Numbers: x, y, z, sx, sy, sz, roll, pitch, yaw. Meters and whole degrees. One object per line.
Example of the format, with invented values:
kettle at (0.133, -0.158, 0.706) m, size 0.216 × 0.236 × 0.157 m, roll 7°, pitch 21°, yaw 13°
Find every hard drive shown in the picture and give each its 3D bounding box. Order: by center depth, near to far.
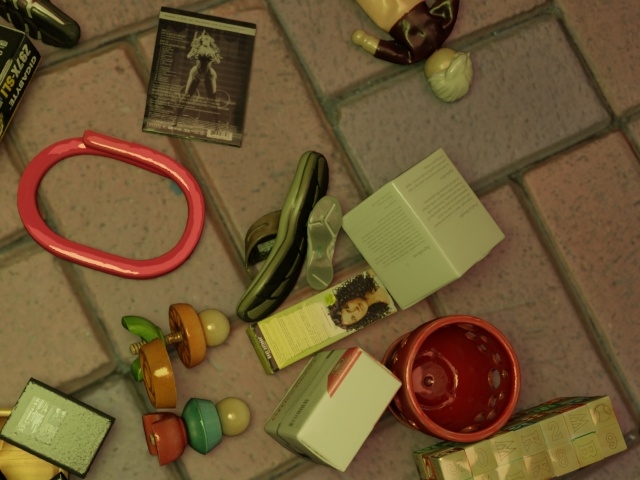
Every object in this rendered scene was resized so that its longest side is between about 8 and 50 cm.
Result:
hard drive at (-0.374, 0.267, 1.263) m, size 0.135 × 0.022 × 0.094 m, roll 28°, pitch 74°, yaw -6°

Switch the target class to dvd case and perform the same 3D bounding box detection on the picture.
dvd case at (-0.202, -0.274, 1.487) m, size 0.164 × 0.018 × 0.221 m, roll 8°, pitch 78°, yaw -10°

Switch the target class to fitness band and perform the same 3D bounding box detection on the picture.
fitness band at (-0.328, -0.054, 1.401) m, size 0.291 × 0.054 × 0.209 m, roll 18°, pitch 78°, yaw -8°

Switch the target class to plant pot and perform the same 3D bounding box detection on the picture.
plant pot at (0.196, 0.220, 1.400) m, size 0.191 × 0.174 × 0.191 m, roll 3°, pitch 78°, yaw -12°

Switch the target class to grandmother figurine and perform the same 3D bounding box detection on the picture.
grandmother figurine at (0.154, -0.394, 1.558) m, size 0.208 × 0.104 × 0.342 m, roll -36°, pitch 92°, yaw 11°

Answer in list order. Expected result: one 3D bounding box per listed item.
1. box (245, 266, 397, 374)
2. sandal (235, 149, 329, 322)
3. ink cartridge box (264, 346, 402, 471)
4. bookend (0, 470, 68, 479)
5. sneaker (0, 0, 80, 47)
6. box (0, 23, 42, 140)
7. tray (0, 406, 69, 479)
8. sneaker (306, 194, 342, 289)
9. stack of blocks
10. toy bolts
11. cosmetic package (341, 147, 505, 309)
box at (0.002, 0.129, 1.434) m, size 0.232 × 0.058 × 0.087 m, roll -26°, pitch 85°, yaw -16°
sandal at (-0.070, -0.007, 1.430) m, size 0.086 × 0.120 × 0.303 m, roll 16°, pitch 72°, yaw 16°
ink cartridge box at (0.013, 0.249, 1.329) m, size 0.092 × 0.218 × 0.158 m, roll 39°, pitch 73°, yaw -9°
bookend at (-0.411, 0.356, 1.211) m, size 0.156 × 0.072 × 0.157 m, roll -37°, pitch 88°, yaw -18°
sneaker at (-0.478, -0.439, 1.413) m, size 0.281 × 0.106 × 0.162 m, roll 31°, pitch 71°, yaw -5°
box at (-0.617, -0.230, 1.312) m, size 0.322 × 0.079 × 0.257 m, roll 18°, pitch 76°, yaw 7°
tray at (-0.569, 0.336, 1.254) m, size 0.411 × 0.076 × 0.203 m, roll 4°, pitch 78°, yaw -13°
sneaker at (0.000, 0.000, 1.439) m, size 0.053 × 0.061 × 0.152 m, roll 8°, pitch 99°, yaw -6°
stack of blocks at (0.303, 0.333, 1.405) m, size 0.297 × 0.171 × 0.087 m, roll -16°, pitch 83°, yaw -15°
toy bolts at (-0.182, 0.214, 1.314) m, size 0.158 × 0.218 × 0.228 m, roll -13°, pitch 100°, yaw -21°
cosmetic package at (0.163, -0.018, 1.429) m, size 0.151 × 0.151 × 0.184 m, roll -34°, pitch 88°, yaw -42°
